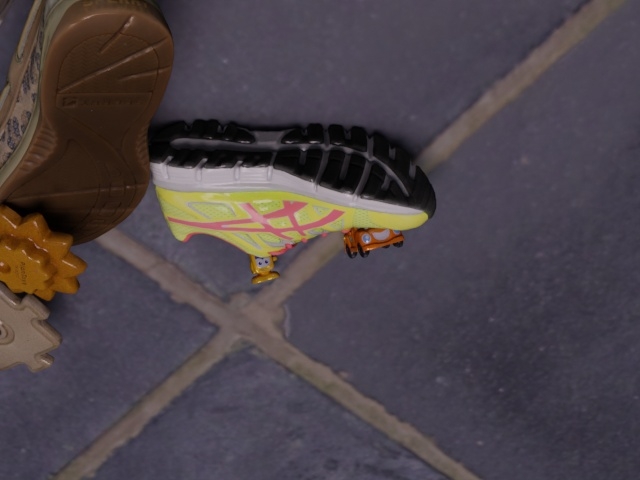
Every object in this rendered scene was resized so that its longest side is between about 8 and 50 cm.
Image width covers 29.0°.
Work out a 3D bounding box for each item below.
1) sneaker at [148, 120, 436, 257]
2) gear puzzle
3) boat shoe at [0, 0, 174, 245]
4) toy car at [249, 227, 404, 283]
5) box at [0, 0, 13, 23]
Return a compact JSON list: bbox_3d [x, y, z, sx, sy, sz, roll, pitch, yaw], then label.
[{"bbox_3d":[-0.021,-0.028,0.895,0.209,0.081,0.094,8,126,8],"label":"sneaker"},{"bbox_3d":[-0.294,0.063,0.925,0.339,0.044,0.175,-23,123,34],"label":"gear puzzle"},{"bbox_3d":[-0.164,-0.089,0.835,0.105,0.089,0.285,0,149,-27],"label":"boat shoe"},{"bbox_3d":[0.000,0.000,0.927,0.122,0.060,0.040,-15,92,3],"label":"toy car"},{"bbox_3d":[-0.341,-0.104,0.814,0.148,0.121,0.311,37,118,-23],"label":"box"}]
